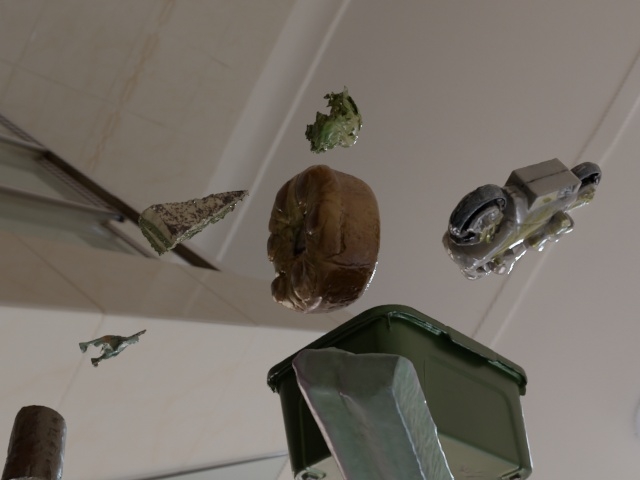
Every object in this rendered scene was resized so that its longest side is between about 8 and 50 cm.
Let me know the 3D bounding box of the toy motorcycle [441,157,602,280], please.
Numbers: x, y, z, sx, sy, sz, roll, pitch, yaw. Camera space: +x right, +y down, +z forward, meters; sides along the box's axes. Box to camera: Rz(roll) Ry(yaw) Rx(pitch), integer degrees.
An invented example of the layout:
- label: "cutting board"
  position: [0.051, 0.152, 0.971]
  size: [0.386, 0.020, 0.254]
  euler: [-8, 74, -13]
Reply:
- label: "toy motorcycle"
  position: [0.305, -0.025, 1.256]
  size: [0.108, 0.340, 0.223]
  euler: [52, -40, 29]

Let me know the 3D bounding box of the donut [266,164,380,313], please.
- label: "donut"
  position: [0.001, 0.001, 1.189]
  size: [0.226, 0.113, 0.227]
  euler: [-172, -90, -65]

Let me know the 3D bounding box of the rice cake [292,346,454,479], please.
- label: "rice cake"
  position: [0.052, 0.164, 0.529]
  size: [0.080, 0.042, 0.222]
  euler: [-4, -58, 34]

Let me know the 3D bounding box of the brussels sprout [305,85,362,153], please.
- label: "brussels sprout"
  position: [0.016, -0.135, 0.955]
  size: [0.085, 0.058, 0.085]
  euler: [-36, -148, 26]

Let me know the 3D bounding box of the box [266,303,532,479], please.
- label: "box"
  position: [0.119, 0.243, 1.065]
  size: [0.252, 0.328, 0.178]
  euler: [-37, -136, 31]

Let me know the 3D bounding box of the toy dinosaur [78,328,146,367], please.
- label: "toy dinosaur"
  position: [-0.346, 0.176, 1.364]
  size: [0.106, 0.187, 0.044]
  euler: [-24, -98, -5]

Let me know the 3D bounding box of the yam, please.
- label: "yam"
  position: [-0.377, 0.290, 1.055]
  size: [0.084, 0.084, 0.127]
  euler: [-36, -147, 19]

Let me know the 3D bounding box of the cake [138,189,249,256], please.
- label: "cake"
  position: [-0.139, -0.024, 0.933]
  size: [0.051, 0.140, 0.055]
  euler: [-45, -112, 47]
